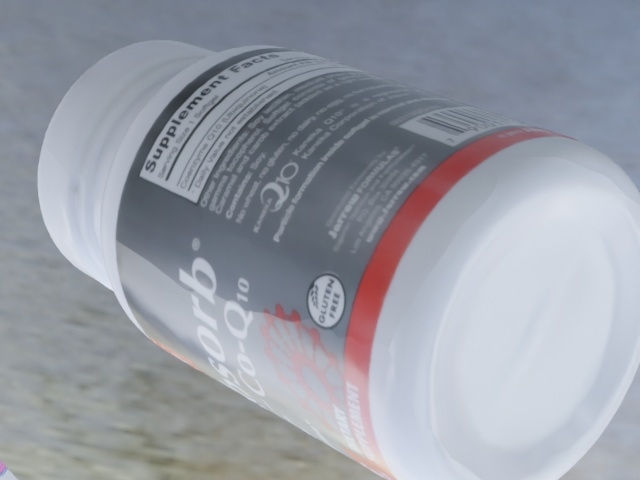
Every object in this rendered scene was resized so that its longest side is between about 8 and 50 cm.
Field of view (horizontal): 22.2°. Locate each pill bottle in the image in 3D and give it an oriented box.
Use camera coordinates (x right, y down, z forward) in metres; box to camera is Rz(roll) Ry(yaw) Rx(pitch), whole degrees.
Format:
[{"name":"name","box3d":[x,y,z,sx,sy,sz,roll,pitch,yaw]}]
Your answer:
[{"name":"pill bottle","box3d":[0.000,0.000,0.977,0.363,0.210,0.210,24,170,45]}]

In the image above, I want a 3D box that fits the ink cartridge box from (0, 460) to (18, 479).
[{"name":"ink cartridge box","box3d":[-0.284,0.202,1.223,0.115,0.067,0.198,-15,123,39]}]
